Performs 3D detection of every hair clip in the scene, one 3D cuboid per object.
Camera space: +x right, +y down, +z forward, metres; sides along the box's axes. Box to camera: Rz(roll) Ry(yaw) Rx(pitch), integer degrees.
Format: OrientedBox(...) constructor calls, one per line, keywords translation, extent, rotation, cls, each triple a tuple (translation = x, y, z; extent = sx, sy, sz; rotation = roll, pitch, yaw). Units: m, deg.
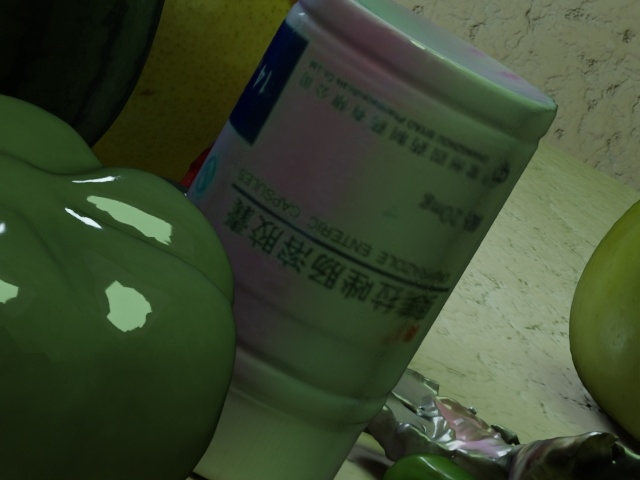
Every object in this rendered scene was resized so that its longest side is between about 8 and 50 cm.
OrientedBox(translation=(0.108, 0.133, 1.071), extent=(0.173, 0.069, 0.300), rotation=(34, -7, -11), cls="hair clip")

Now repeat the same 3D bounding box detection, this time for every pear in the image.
OrientedBox(translation=(-0.120, -0.196, 1.392), extent=(0.314, 0.314, 0.314), rotation=(28, 12, -7), cls="pear")

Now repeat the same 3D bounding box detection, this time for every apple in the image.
OrientedBox(translation=(0.338, 0.056, 1.511), extent=(0.233, 0.258, 0.295), rotation=(31, 12, 9), cls="apple")

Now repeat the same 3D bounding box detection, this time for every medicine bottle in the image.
OrientedBox(translation=(0.000, 0.000, 0.971), extent=(0.152, 0.254, 0.152), rotation=(28, 12, -7), cls="medicine bottle")

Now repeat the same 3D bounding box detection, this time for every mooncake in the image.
OrientedBox(translation=(-0.162, 0.021, 0.819), extent=(0.275, 0.135, 0.275), rotation=(26, 16, -8), cls="mooncake")

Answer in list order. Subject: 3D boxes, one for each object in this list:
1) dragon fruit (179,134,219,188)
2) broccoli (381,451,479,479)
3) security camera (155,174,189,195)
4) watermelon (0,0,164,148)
OrientedBox(translation=(-0.020, -0.006, 1.272), extent=(0.153, 0.153, 0.111), rotation=(34, -5, 21), cls="dragon fruit")
OrientedBox(translation=(0.101, 0.186, 0.843), extent=(0.275, 0.177, 0.198), rotation=(4, 30, 40), cls="broccoli")
OrientedBox(translation=(-0.145, -0.021, 1.162), extent=(0.301, 0.080, 0.157), rotation=(31, 13, 21), cls="security camera")
OrientedBox(translation=(-0.216, -0.192, 0.999), extent=(0.279, 0.359, 0.279), rotation=(3, 18, -1), cls="watermelon")
